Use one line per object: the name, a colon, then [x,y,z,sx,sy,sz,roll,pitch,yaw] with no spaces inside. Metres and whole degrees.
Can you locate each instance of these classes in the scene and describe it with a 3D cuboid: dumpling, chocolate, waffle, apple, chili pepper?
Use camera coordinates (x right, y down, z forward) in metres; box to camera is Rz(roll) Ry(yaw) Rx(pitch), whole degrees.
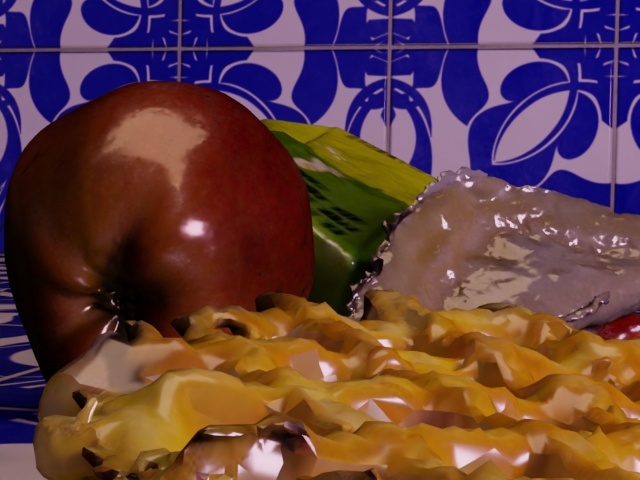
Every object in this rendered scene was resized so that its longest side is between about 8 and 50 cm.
dumpling: [0.126,0.033,0.910,0.332,0.166,0.086,-15,-34,-35]
chocolate: [0.000,0.000,1.072,0.301,0.137,0.289,34,22,36]
waffle: [0.098,0.086,0.454,0.382,0.095,0.380,5,4,22]
apple: [-0.110,0.005,0.823,0.234,0.233,0.234,1,2,0]
chili pepper: [0.219,0.084,0.991,0.073,0.070,0.123,32,-14,-23]
